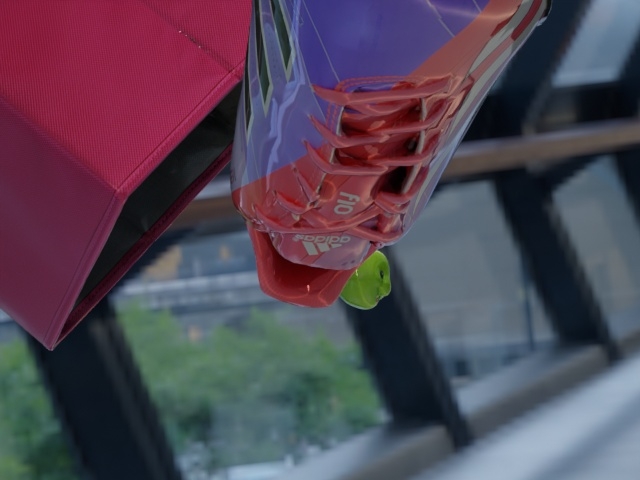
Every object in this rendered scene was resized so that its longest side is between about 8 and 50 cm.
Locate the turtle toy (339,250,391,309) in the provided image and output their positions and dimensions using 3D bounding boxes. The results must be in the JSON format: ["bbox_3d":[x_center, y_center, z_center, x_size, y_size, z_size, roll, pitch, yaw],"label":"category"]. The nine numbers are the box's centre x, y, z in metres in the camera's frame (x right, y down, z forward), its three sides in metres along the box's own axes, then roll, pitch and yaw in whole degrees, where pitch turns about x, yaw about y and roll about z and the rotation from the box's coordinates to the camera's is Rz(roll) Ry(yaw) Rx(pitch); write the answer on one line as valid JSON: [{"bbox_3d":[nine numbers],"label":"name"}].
[{"bbox_3d":[0.000,0.000,1.374,0.066,0.130,0.095,-31,-23,-6],"label":"turtle toy"}]

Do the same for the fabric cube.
[{"bbox_3d":[-0.184,-0.131,1.309,0.259,0.258,0.254,-49,-4,-31],"label":"fabric cube"}]

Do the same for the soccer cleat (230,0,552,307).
[{"bbox_3d":[0.015,-0.049,0.715,0.109,0.116,0.318,14,-10,-2],"label":"soccer cleat"}]
